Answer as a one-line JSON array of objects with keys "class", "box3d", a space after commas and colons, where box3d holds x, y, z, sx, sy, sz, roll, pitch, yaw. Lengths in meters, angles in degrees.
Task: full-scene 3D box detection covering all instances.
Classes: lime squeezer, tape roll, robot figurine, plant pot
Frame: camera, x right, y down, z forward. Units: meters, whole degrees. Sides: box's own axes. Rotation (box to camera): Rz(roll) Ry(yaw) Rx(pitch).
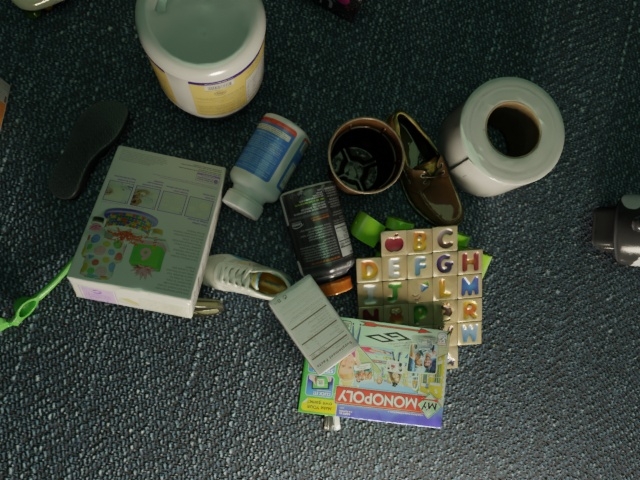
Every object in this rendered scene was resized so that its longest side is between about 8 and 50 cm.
[{"class": "lime squeezer", "box3d": [-0.669, 0.135, 1.239, 0.310, 0.059, 0.110, -19, 57, -6]}, {"class": "tape roll", "box3d": [0.412, -0.234, 1.329, 0.245, 0.169, 0.246, 1, 85, -7]}, {"class": "robot figurine", "box3d": [0.782, -0.019, 1.316, 0.209, 0.278, 0.174, -43, 126, -44]}, {"class": "plant pot", "box3d": [0.089, -0.175, 1.288, 0.166, 0.165, 0.167, 0, 86, -6]}]

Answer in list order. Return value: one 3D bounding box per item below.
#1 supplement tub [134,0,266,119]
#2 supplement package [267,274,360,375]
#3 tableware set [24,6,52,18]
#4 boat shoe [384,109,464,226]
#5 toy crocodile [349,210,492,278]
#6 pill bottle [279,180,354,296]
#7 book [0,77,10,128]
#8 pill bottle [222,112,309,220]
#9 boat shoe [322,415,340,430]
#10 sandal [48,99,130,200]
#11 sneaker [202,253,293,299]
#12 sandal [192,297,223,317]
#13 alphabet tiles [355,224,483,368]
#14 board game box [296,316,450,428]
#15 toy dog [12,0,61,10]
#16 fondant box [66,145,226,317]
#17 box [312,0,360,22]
[{"class": "supplement tub", "box3d": [-0.235, -0.396, 1.186, 0.240, 0.331, 0.241, 1, 85, -7]}, {"class": "supplement package", "box3d": [-0.017, 0.173, 1.183, 0.105, 0.105, 0.179, -35, 88, -10]}, {"class": "tableware set", "box3d": [-0.666, -0.591, 1.311, 0.104, 0.024, 0.154, -32, 90, -5]}, {"class": "boat shoe", "box3d": [0.238, -0.160, 1.334, 0.110, 0.104, 0.307, -35, 90, -8]}, {"class": "toy crocodile", "box3d": [0.233, 0.014, 1.326, 0.340, 0.105, 0.115, 14, 103, -7]}, {"class": "pill bottle", "box3d": [0.000, 0.000, 1.275, 0.130, 0.130, 0.246, -15, 93, -8]}, {"class": "book", "box3d": [-0.721, -0.287, 1.239, 0.035, 0.096, 0.144, 13, 83, -5]}, {"class": "pill bottle", "box3d": [-0.127, -0.162, 1.283, 0.124, 0.124, 0.222, 30, 82, -3]}, {"class": "boat shoe", "box3d": [0.015, 0.361, 1.292, 0.040, 0.049, 0.142, -9, 88, -7]}, {"class": "sandal", "box3d": [-0.520, -0.207, 1.284, 0.097, 0.054, 0.255, 37, 92, 5]}, {"class": "sneaker", "box3d": [-0.170, 0.079, 1.273, 0.228, 0.092, 0.088, 10, 86, -4]}, {"class": "sandal", "box3d": [-0.357, 0.100, 1.242, 0.302, 0.120, 0.086, 16, 70, -5]}, {"class": "alphabet tiles", "box3d": [0.226, 0.138, 1.293, 0.284, 0.011, 0.343, -4, 104, -2]}, {"class": "board game box", "box3d": [0.118, 0.285, 1.260, 0.317, 0.046, 0.214, 8, 82, -5]}, {"class": "toy dog", "box3d": [-0.537, -0.699, 1.125, 0.395, 0.408, 0.285, -13, 85, -16]}, {"class": "fondant box", "box3d": [-0.348, -0.024, 1.198, 0.238, 0.096, 0.331, 12, 58, -5]}, {"class": "box", "box3d": [0.010, -0.658, 1.334, 0.247, 0.142, 0.164, 27, 84, -2]}]
